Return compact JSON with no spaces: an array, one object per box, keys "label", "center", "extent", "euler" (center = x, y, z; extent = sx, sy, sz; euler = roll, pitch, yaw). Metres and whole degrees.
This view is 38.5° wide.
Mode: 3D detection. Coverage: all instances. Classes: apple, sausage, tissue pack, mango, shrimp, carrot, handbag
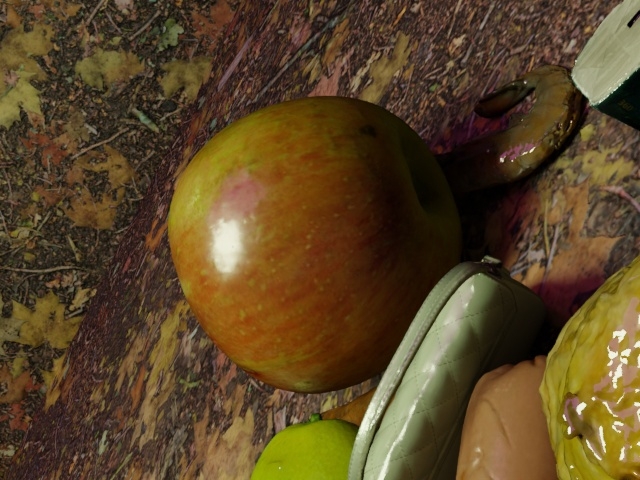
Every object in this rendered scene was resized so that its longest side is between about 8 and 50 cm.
[{"label":"apple","center":[0.000,0.000,1.058],"extent":[0.339,0.339,0.339],"euler":[-46,31,38]},{"label":"sausage","center":[0.166,0.239,0.746],"extent":[0.121,0.121,0.304],"euler":[-33,38,51]},{"label":"tissue pack","center":[0.301,-0.127,0.744],"extent":[0.103,0.170,0.090],"euler":[-50,29,34]},{"label":"mango","center":[0.015,0.307,0.960],"extent":[0.185,0.149,0.273],"euler":[-49,34,18]},{"label":"shrimp","center":[0.210,-0.134,1.089],"extent":[0.253,0.058,0.173],"euler":[-8,53,59]},{"label":"carrot","center":[0.058,0.202,1.083],"extent":[0.248,0.059,0.059],"euler":[-36,37,54]},{"label":"handbag","center":[0.108,0.133,0.849],"extent":[0.079,0.219,0.256],"euler":[25,89,33]}]

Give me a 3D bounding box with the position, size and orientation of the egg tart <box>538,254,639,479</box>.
[{"label":"egg tart","center":[0.272,0.114,0.576],"extent":[0.339,0.153,0.351],"euler":[-60,36,11]}]
